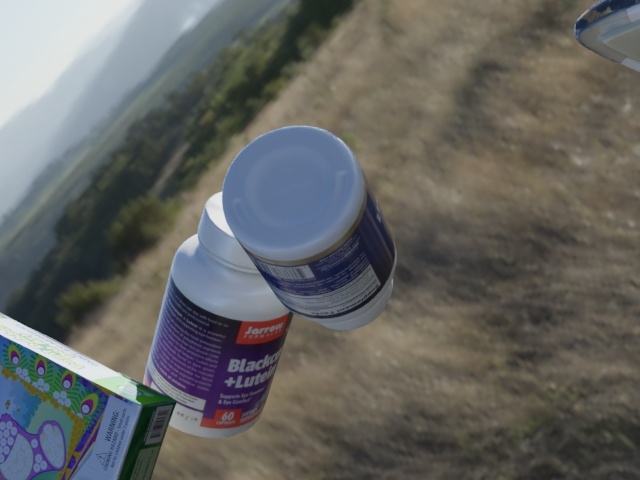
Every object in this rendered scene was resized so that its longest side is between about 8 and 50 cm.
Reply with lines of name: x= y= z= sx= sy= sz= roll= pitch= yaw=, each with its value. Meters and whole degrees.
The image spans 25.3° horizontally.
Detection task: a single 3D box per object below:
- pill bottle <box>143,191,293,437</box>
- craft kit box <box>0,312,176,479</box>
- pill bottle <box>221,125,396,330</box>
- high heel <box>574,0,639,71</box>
pill bottle: x=-0.078 y=0.059 z=1.180 sx=0.108 sy=0.108 sz=0.193 roll=-66 pitch=-6 yaw=-58
craft kit box: x=-0.261 y=0.193 z=1.149 sx=0.061 sy=0.247 sz=0.250 roll=2 pitch=-72 yaw=-61
pill bottle: x=0.000 y=0.000 z=0.975 sx=0.094 sy=0.094 sz=0.169 roll=-50 pitch=-26 yaw=-11
high heel: x=0.257 y=-0.163 z=0.807 sx=0.186 sy=0.261 sz=0.093 roll=-99 pitch=3 yaw=-50
